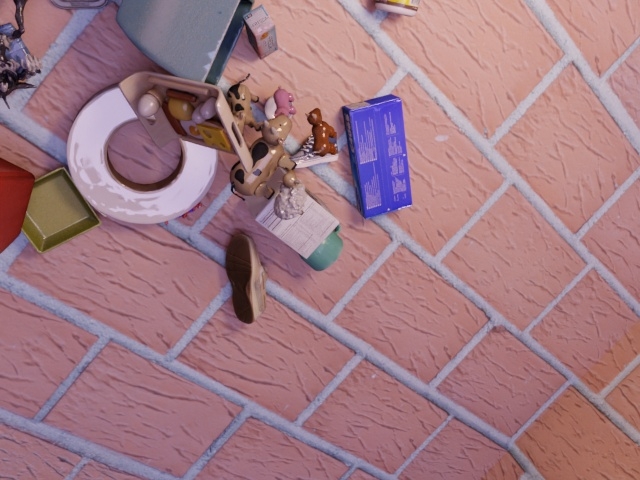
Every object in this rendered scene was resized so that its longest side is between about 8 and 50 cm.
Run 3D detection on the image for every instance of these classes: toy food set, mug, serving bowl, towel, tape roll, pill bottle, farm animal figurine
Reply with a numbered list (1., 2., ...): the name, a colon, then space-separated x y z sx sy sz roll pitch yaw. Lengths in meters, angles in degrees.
1. toy food set: -0.315 -0.270 1.391 0.092 0.306 0.220 -56 149 -25
2. mug: -0.007 0.007 1.826 0.129 0.158 0.097 -34 120 27
3. serving bowl: -0.119 -0.373 1.657 0.083 0.027 0.083 -7 116 -14
4. towel: -0.739 -0.455 1.413 0.067 0.029 0.119 -24 118 -6
5. tape roll: -0.472 -0.231 1.582 0.392 0.072 0.392 -7 117 -15
6. pill bottle: 0.223 -0.715 1.560 0.117 0.117 0.215 4 112 -20
7. farm animal figurine: -0.143 -0.252 1.508 0.327 0.330 0.172 -66 157 1

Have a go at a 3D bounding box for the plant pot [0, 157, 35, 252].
1. plant pot: -0.847 -0.100 1.394 0.267 0.236 0.267 25 107 6

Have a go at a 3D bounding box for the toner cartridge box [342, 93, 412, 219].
1. toner cartridge box: 0.176 -0.251 1.784 0.165 0.075 0.348 -15 117 -10

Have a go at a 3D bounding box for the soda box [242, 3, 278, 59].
1. soda box: -0.149 -0.523 1.488 0.058 0.183 0.063 -32 91 -2

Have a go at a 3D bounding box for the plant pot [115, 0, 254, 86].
1. plant pot: -0.330 -0.530 1.403 0.252 0.247 0.248 27 104 -8

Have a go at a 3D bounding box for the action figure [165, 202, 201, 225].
1. action figure: -0.395 -0.078 1.698 0.115 0.038 0.030 -30 97 -2

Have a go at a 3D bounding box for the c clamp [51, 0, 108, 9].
1. c clamp: -0.586 -0.618 1.392 0.160 0.022 0.137 -1 114 -17

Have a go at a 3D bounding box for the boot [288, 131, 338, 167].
1. boot: -0.033 -0.265 1.707 0.190 0.069 0.086 -16 113 -32

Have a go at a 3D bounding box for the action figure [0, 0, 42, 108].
1. action figure: -0.726 -0.428 1.335 0.164 0.141 0.276 -1 112 -31

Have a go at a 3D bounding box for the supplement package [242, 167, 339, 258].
1. supplement package: -0.088 -0.091 1.703 0.203 0.194 0.149 38 98 -29

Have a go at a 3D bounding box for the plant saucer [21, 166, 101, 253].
1. plant saucer: -0.721 -0.085 1.582 0.188 0.045 0.188 -27 119 -5

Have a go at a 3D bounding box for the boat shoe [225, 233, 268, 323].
1. boat shoe: -0.217 0.109 1.817 0.098 0.109 0.302 -34 129 -48
